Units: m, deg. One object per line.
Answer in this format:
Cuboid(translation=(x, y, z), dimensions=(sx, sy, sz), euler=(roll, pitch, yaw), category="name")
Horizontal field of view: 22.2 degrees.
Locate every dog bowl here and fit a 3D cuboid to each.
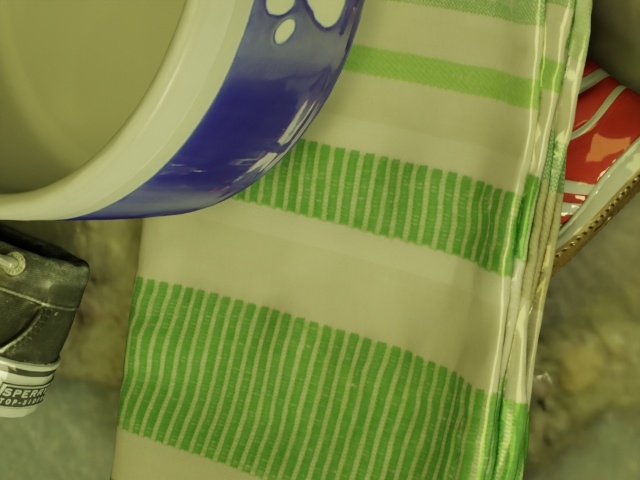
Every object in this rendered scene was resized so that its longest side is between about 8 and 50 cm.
Cuboid(translation=(-0.106, -0.141, 0.741), dimensions=(0.264, 0.104, 0.265), euler=(0, 90, 40), category="dog bowl")

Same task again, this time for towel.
Cuboid(translation=(0.000, 0.000, 0.743), dimensions=(0.247, 0.038, 0.325), euler=(13, 101, 39), category="towel")

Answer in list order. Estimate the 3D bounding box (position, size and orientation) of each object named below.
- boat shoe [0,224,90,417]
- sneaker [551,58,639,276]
Cuboid(translation=(-0.260, -0.022, 0.862), dimensions=(0.306, 0.113, 0.105), euler=(28, 101, 20), category="boat shoe")
Cuboid(translation=(0.095, -0.026, 0.714), dimensions=(0.118, 0.042, 0.067), euler=(-46, 76, 18), category="sneaker")
